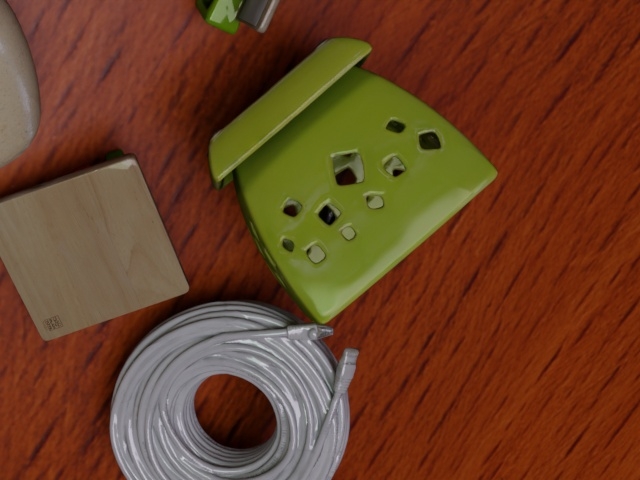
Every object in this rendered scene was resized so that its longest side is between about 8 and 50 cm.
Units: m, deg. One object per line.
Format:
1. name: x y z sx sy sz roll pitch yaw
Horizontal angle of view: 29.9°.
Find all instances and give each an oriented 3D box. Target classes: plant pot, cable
1. plant pot: 0.012 -0.066 1.208 0.228 0.227 0.207 -41 93 -3
2. cable: -0.096 0.188 1.301 0.257 0.089 0.257 10 103 3

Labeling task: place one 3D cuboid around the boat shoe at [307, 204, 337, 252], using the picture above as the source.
1. boat shoe: 0.000 0.000 1.341 0.038 0.046 0.125 22 97 -29

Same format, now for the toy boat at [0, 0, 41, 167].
1. toy boat: -0.413 -0.134 1.041 0.318 0.148 0.267 -24 148 -11

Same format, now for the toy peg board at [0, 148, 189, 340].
1. toy peg board: -0.238 -0.005 1.227 0.160 0.079 0.161 -19 118 0

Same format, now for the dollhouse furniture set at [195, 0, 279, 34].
1. dollhouse furniture set: -0.156 -0.325 1.080 0.301 0.151 0.197 21 100 -29
